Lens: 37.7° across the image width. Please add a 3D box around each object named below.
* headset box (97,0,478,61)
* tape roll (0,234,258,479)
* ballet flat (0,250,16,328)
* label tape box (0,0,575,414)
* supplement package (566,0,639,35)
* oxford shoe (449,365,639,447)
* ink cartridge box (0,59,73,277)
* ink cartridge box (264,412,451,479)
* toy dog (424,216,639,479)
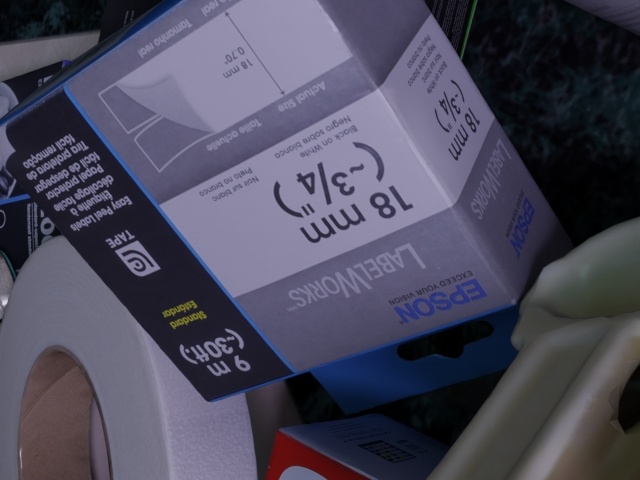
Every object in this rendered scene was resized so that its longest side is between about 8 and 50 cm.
[{"bbox_3d":[-0.032,-0.202,0.716,0.283,0.131,0.246,18,97,37],"label":"headset box"},{"bbox_3d":[-0.181,0.188,0.773,0.392,0.072,0.392,-1,89,53],"label":"tape roll"},{"bbox_3d":[-0.316,0.093,0.929,0.057,0.052,0.168,-8,100,47],"label":"ballet flat"},{"bbox_3d":[0.000,0.000,0.570,0.240,0.106,0.334,-23,113,34],"label":"label tape box"},{"bbox_3d":[0.126,-0.236,0.480,0.293,0.175,0.178,25,100,1],"label":"supplement package"},{"bbox_3d":[0.177,0.108,0.561,0.227,0.083,0.096,-29,76,35],"label":"oxford shoe"},{"bbox_3d":[-0.271,-0.070,0.945,0.208,0.045,0.206,-8,81,36],"label":"ink cartridge box"},{"bbox_3d":[0.070,0.307,0.595,0.271,0.130,0.310,19,97,36],"label":"ink cartridge box"},{"bbox_3d":[0.254,0.194,0.349,0.408,0.284,0.395,48,144,-10],"label":"toy dog"}]
